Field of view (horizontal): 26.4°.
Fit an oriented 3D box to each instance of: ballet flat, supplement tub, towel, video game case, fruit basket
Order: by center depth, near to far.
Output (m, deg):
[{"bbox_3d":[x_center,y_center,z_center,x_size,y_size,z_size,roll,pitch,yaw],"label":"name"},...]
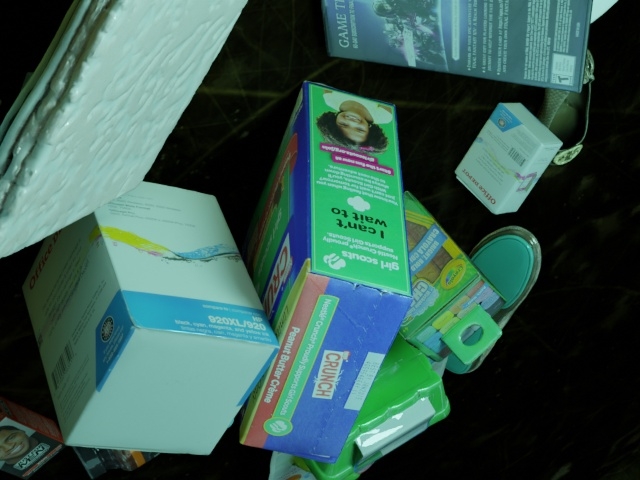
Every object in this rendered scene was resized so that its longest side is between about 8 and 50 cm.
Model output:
[{"bbox_3d":[-0.170,-0.148,1.205,0.332,0.053,0.317,-55,173,25],"label":"towel"},{"bbox_3d":[0.133,-0.237,1.371,0.196,0.274,0.026,81,23,-56],"label":"video game case"},{"bbox_3d":[-0.218,0.217,1.707,0.198,0.106,0.106,-31,149,-14],"label":"supplement tub"},{"bbox_3d":[0.335,-0.174,1.844,0.084,0.058,0.250,-30,149,-16],"label":"ballet flat"},{"bbox_3d":[0.064,0.286,2.063,0.327,0.165,0.353,-28,152,-20],"label":"fruit basket"},{"bbox_3d":[0.263,0.073,2.081,0.106,0.107,0.316,-39,163,-44],"label":"ballet flat"}]

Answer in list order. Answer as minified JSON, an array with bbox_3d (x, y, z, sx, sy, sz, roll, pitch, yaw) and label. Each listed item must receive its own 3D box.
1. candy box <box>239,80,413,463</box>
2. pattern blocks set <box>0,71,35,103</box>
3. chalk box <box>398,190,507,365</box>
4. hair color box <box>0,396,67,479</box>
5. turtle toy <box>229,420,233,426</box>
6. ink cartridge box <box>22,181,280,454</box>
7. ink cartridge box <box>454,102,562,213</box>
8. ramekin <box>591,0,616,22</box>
[{"bbox_3d":[-0.002,0.032,1.483,0.122,0.317,0.268,11,130,-13],"label":"candy box"},{"bbox_3d":[-0.382,-0.080,1.199,0.325,0.026,0.285,3,130,-50],"label":"pattern blocks set"},{"bbox_3d":[0.148,0.066,1.803,0.132,0.213,0.132,-43,150,5],"label":"chalk box"},{"bbox_3d":[-0.369,0.234,1.622,0.072,0.043,0.141,-40,150,3],"label":"hair color box"},{"bbox_3d":[-0.164,0.233,1.828,0.130,0.066,0.095,-26,147,-23],"label":"turtle toy"},{"bbox_3d":[-0.180,0.074,1.398,0.168,0.232,0.171,10,127,-34],"label":"ink cartridge box"},{"bbox_3d":[0.246,-0.108,1.803,0.052,0.088,0.122,-7,137,-48],"label":"ink cartridge box"},{"bbox_3d":[0.238,-0.336,1.440,0.277,0.135,0.277,-29,149,-19],"label":"ramekin"}]
